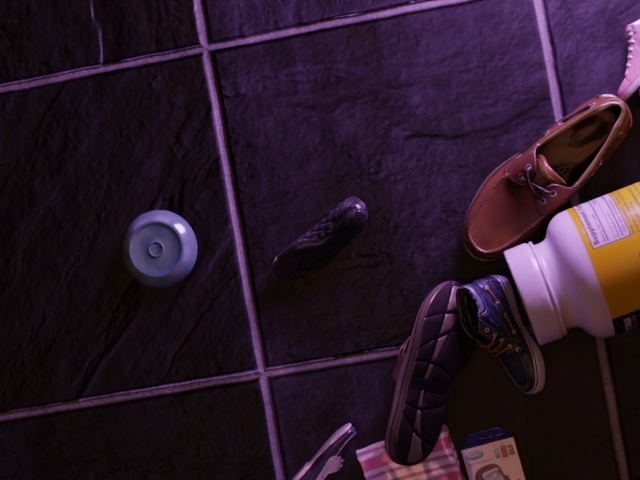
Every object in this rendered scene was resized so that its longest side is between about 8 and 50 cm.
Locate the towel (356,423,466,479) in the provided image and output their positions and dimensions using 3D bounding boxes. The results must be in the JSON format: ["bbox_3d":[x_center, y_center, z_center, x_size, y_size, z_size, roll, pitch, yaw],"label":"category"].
[{"bbox_3d":[0.148,0.381,1.902,0.144,0.029,0.197,-18,87,6],"label":"towel"}]

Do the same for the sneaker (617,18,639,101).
[{"bbox_3d":[0.453,-0.267,1.860,0.070,0.051,0.134,38,91,8],"label":"sneaker"}]

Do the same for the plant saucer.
[{"bbox_3d":[-0.247,0.013,1.958,0.119,0.021,0.119,0,90,7],"label":"plant saucer"}]

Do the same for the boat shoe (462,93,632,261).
[{"bbox_3d":[0.315,-0.095,1.847,0.110,0.104,0.307,43,94,6],"label":"boat shoe"}]

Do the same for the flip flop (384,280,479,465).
[{"bbox_3d":[0.148,0.188,1.872,0.112,0.080,0.277,22,83,-33],"label":"flip flop"}]

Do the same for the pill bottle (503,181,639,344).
[{"bbox_3d":[0.434,0.022,1.790,0.334,0.188,0.188,-22,87,7],"label":"pill bottle"}]

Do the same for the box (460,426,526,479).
[{"bbox_3d":[0.257,0.344,1.889,0.081,0.028,0.136,-17,89,7],"label":"box"}]

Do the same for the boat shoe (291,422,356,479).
[{"bbox_3d":[0.009,0.328,1.910,0.043,0.049,0.137,42,97,3],"label":"boat shoe"}]

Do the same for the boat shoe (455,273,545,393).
[{"bbox_3d":[0.253,0.142,1.856,0.065,0.083,0.183,-32,76,50],"label":"boat shoe"}]

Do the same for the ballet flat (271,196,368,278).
[{"bbox_3d":[0.000,0.000,1.924,0.173,0.049,0.057,-36,118,9],"label":"ballet flat"}]
